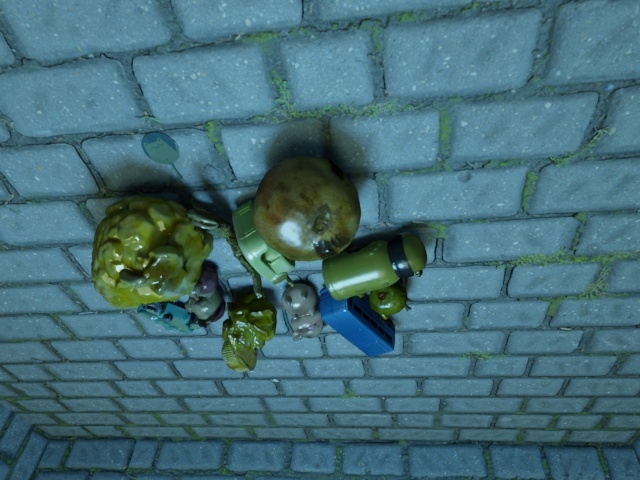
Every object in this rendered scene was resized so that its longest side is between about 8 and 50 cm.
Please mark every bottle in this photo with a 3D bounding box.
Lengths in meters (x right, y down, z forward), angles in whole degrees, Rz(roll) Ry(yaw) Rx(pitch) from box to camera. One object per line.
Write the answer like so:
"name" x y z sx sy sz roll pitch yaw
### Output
"bottle" 0.193 0.083 1.516 0.350 0.172 0.172 -19 132 20

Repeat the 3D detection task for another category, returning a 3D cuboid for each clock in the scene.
"clock" -0.168 0.029 1.455 0.096 0.235 0.308 -31 136 6

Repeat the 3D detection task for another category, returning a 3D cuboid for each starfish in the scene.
"starfish" -0.274 0.027 1.443 0.082 0.324 0.432 -38 118 -2

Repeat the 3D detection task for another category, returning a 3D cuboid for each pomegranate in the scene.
"pomegranate" -0.036 -0.090 1.270 0.321 0.323 0.322 3 137 3

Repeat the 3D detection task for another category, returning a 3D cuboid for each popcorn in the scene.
"popcorn" -0.551 0.033 1.424 0.389 0.344 0.355 -18 88 31

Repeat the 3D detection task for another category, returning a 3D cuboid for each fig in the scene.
"fig" 0.274 0.211 1.682 0.147 0.186 0.142 23 110 23

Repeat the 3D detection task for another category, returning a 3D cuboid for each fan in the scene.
"fan" -0.470 -0.254 1.336 0.113 0.005 0.176 -11 133 16

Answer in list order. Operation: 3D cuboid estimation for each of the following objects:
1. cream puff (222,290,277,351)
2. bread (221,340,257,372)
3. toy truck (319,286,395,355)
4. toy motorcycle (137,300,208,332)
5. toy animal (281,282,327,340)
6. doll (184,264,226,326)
"cream puff" -0.286 0.318 1.754 0.243 0.244 0.196 2 137 3
"bread" -0.388 0.540 2.072 0.114 0.132 0.191 -17 130 24
"toy truck" 0.155 0.314 1.761 0.161 0.163 0.385 -24 129 29
"toy motorcycle" -0.641 0.330 1.908 0.296 0.109 0.198 27 142 -24
"toy animal" -0.069 0.285 1.759 0.166 0.154 0.251 -15 116 6
"doll" -0.455 0.220 1.706 0.152 0.196 0.256 -3 130 7
